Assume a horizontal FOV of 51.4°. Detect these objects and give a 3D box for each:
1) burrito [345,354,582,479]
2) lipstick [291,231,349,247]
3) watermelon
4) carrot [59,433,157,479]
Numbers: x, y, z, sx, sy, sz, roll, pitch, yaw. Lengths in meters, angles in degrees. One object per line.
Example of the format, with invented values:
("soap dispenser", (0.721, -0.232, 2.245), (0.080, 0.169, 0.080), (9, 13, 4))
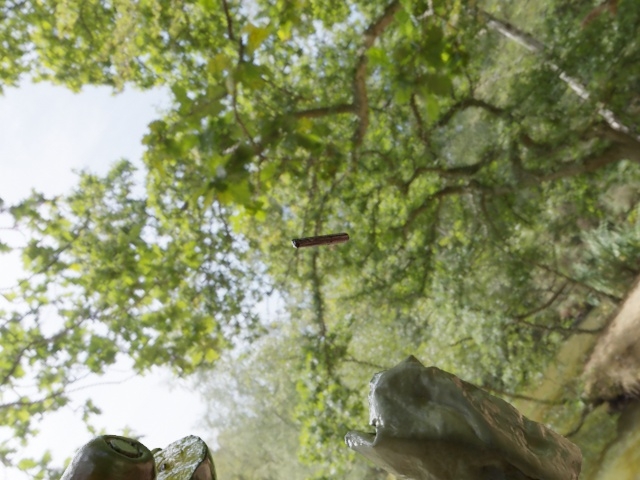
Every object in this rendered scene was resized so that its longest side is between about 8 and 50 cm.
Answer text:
("burrito", (0.214, 0.311, 0.992), (0.190, 0.332, 0.135), (-60, -4, -7))
("lipstick", (0.000, 0.000, 1.464), (0.176, 0.027, 0.027), (-7, -45, -50))
("watermelon", (-0.297, 0.494, 1.127), (0.331, 0.189, 0.331), (-23, 12, 5))
("carrot", (-0.204, 0.268, 0.575), (0.087, 0.087, 0.193), (36, -108, -75))
